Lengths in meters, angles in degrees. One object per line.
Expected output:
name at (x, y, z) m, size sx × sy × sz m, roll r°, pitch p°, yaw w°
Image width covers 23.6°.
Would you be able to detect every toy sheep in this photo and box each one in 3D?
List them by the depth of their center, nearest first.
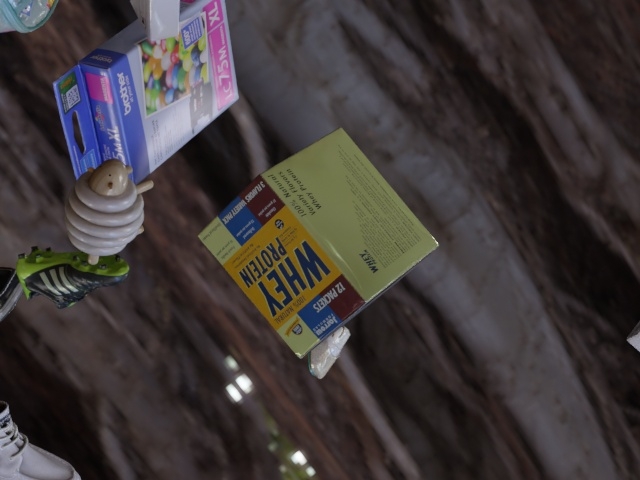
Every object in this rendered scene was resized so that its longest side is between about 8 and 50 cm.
toy sheep at (-0.223, -0.028, 1.591) m, size 0.091 × 0.132 × 0.091 m, roll 9°, pitch -147°, yaw -6°

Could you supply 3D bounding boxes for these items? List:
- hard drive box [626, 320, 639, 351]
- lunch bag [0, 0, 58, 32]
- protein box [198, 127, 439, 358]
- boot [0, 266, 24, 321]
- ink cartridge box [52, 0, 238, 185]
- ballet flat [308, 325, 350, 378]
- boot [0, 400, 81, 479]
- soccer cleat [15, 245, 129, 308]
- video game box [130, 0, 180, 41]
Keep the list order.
hard drive box at (0.496, 0.137, 1.748) m, size 0.089 × 0.232 × 0.181 m, roll -49°, pitch 180°, yaw -25°
lunch bag at (-0.409, -0.422, 2.048) m, size 0.108 × 0.224 × 0.279 m, roll -2°, pitch -132°, yaw 30°
protein box at (0.000, 0.000, 1.890) m, size 0.136 × 0.200 × 0.201 m, roll -42°, pitch 176°, yaw 36°
boot at (-0.535, 0.046, 2.191) m, size 0.236 × 0.178 × 0.085 m, roll -13°, pitch -137°, yaw 52°
ink cartridge box at (-0.225, -0.202, 2.054) m, size 0.065 × 0.186 × 0.311 m, roll 16°, pitch -140°, yaw 30°
ballet flat at (0.020, 0.113, 2.166) m, size 0.052 × 0.057 × 0.168 m, roll -6°, pitch -116°, yaw 29°
boot at (-0.428, 0.272, 2.037) m, size 0.095 × 0.258 × 0.123 m, roll -102°, pitch -147°, yaw -53°
soccer cleat at (-0.300, 0.048, 1.883) m, size 0.179 × 0.072 × 0.060 m, roll 3°, pitch -156°, yaw 36°
video game box at (-0.224, -0.387, 1.925) m, size 0.048 × 0.205 × 0.187 m, roll -16°, pitch -128°, yaw -20°
